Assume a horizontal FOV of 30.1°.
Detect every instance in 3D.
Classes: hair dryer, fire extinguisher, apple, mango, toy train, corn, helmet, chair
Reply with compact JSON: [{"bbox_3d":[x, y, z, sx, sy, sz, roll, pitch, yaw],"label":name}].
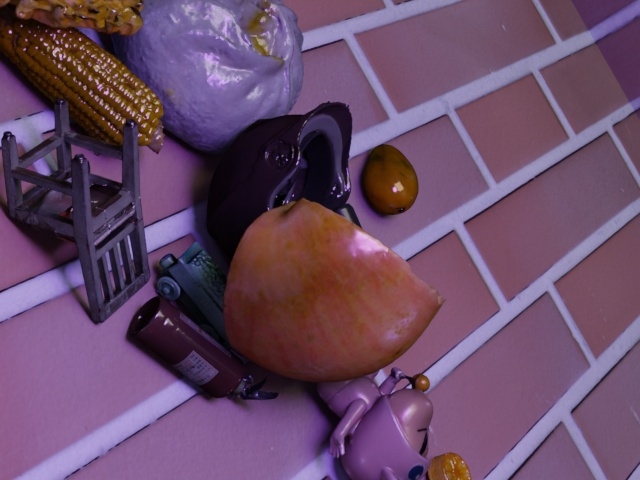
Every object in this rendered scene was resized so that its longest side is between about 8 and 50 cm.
[{"bbox_3d":[0.000,0.000,2.065,0.198,0.057,0.100,-15,77,-45],"label":"hair dryer"},{"bbox_3d":[-0.163,0.170,1.733,0.231,0.099,0.071,40,46,-21],"label":"fire extinguisher"},{"bbox_3d":[0.010,0.073,1.743,0.309,0.314,0.252,40,35,-70],"label":"apple"},{"bbox_3d":[0.136,-0.116,2.252,0.111,0.089,0.163,45,33,-17],"label":"mango"},{"bbox_3d":[-0.170,0.085,1.779,0.172,0.099,0.070,52,42,-10],"label":"toy train"},{"bbox_3d":[-0.356,-0.242,1.771,0.322,0.119,0.119,42,41,-14],"label":"corn"},{"bbox_3d":[-0.073,-0.086,1.884,0.225,0.177,0.305,33,70,-62],"label":"helmet"},{"bbox_3d":[-0.341,-0.042,1.670,0.136,0.147,0.270,-48,147,-48],"label":"chair"}]

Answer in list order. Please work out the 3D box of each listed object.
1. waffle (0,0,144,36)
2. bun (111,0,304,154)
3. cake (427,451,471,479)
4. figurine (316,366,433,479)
[{"bbox_3d":[-0.395,-0.386,1.739,0.329,0.062,0.329,27,24,-13],"label":"waffle"},{"bbox_3d":[-0.162,-0.321,1.958,0.362,0.211,0.362,27,49,-37],"label":"bun"},{"bbox_3d":[0.221,0.407,2.046,0.084,0.044,0.084,28,47,-35],"label":"cake"},{"bbox_3d":[0.086,0.266,1.896,0.287,0.186,0.176,58,9,25],"label":"figurine"}]
